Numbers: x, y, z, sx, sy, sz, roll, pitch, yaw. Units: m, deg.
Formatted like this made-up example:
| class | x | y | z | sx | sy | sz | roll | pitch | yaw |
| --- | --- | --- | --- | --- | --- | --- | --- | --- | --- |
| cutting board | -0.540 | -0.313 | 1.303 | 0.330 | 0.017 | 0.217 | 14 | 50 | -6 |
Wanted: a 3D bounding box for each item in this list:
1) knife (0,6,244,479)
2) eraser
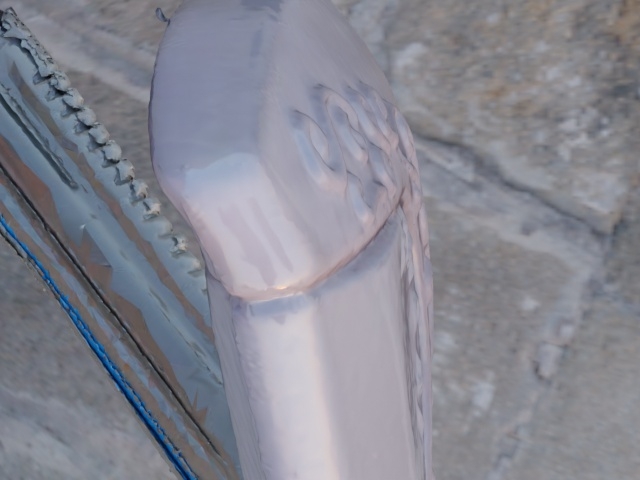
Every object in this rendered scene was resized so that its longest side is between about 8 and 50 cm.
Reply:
| class | x | y | z | sx | sy | sz | roll | pitch | yaw |
| --- | --- | --- | --- | --- | --- | --- | --- | --- | --- |
| knife | -0.084 | 0.021 | 0.693 | 0.089 | 0.043 | 0.365 | -45 | 72 | 15 |
| eraser | 0.001 | 0.000 | 0.487 | 0.059 | 0.243 | 0.204 | -5 | 125 | 7 |
